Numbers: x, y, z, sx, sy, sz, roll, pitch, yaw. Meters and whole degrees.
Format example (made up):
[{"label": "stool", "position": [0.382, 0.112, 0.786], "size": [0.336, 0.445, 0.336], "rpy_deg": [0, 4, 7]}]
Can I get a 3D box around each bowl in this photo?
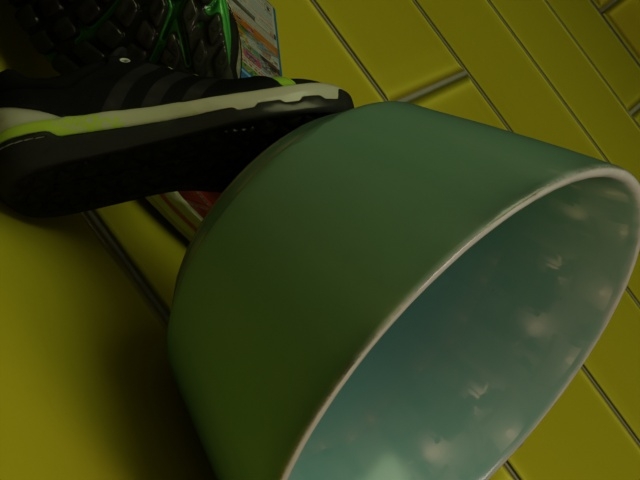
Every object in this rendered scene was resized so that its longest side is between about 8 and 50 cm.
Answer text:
[{"label": "bowl", "position": [0.031, 0.040, 1.006], "size": [0.163, 0.311, 0.311], "rpy_deg": [42, 15, 27]}]

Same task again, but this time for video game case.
[{"label": "video game case", "position": [-0.079, -0.191, 1.457], "size": [0.119, 0.015, 0.166], "rpy_deg": [41, 24, -30]}]

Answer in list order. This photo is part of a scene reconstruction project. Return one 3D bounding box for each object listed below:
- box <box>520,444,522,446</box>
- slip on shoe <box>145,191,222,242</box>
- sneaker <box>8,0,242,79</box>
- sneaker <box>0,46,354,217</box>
[{"label": "box", "position": [0.078, 0.071, 1.206], "size": [0.136, 0.036, 0.225], "rpy_deg": [-31, 111, -46]}, {"label": "slip on shoe", "position": [0.000, 0.000, 1.211], "size": [0.331, 0.101, 0.123], "rpy_deg": [43, 22, -28]}, {"label": "sneaker", "position": [-0.143, -0.208, 1.159], "size": [0.146, 0.134, 0.343], "rpy_deg": [24, 27, -57]}, {"label": "sneaker", "position": [-0.095, -0.084, 1.017], "size": [0.234, 0.084, 0.097], "rpy_deg": [-8, 59, -16]}]
